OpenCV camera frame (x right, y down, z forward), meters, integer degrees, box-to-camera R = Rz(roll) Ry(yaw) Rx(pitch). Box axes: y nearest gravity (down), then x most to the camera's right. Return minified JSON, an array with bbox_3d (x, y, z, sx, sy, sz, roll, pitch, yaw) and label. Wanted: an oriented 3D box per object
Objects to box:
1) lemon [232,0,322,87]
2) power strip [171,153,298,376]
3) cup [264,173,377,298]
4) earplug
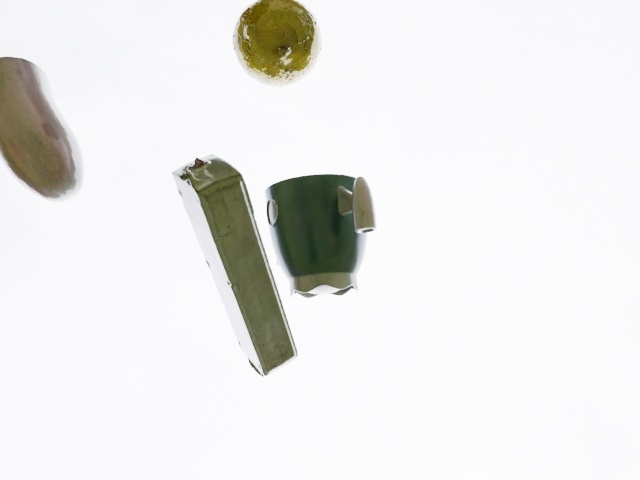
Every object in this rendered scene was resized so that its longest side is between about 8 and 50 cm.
[{"bbox_3d":[-0.082,-0.385,1.101,0.173,0.206,0.174,0,-79,2],"label":"lemon"},{"bbox_3d":[-0.084,0.034,0.596,0.052,0.272,0.078,-29,-145,-20],"label":"power strip"},{"bbox_3d":[0.000,0.000,0.900,0.167,0.299,0.173,0,-103,-28],"label":"cup"},{"bbox_3d":[-0.533,-0.187,1.063,0.172,0.172,0.301,-34,-115,-15],"label":"earplug"}]
